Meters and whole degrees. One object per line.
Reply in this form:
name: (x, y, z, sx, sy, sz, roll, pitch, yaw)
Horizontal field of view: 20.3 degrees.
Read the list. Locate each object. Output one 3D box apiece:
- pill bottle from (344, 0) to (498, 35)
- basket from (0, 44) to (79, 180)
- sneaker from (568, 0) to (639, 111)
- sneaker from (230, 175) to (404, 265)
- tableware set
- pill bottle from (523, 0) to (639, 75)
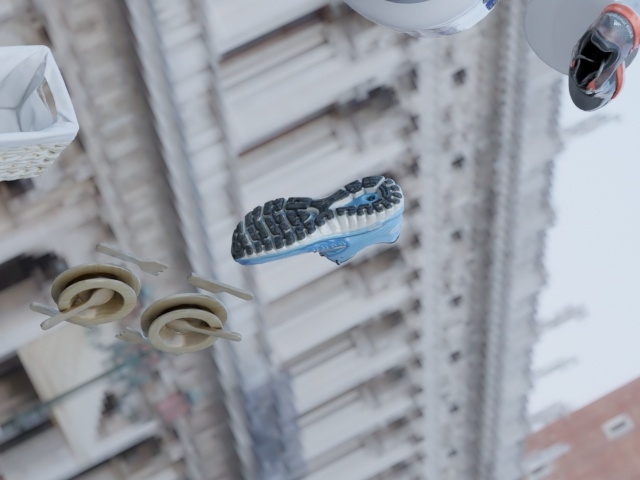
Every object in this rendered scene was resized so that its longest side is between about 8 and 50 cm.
pill bottle: (0.079, -0.243, 1.445, 0.152, 0.152, 0.272, 63, 9, 0)
basket: (-0.355, -0.126, 1.856, 0.103, 0.167, 0.113, -47, -121, 48)
sneaker: (0.252, -0.163, 1.680, 0.061, 0.065, 0.158, 42, -24, 16)
sneaker: (0.000, 0.000, 1.605, 0.063, 0.162, 0.073, -102, 179, -46)
tableware set: (-0.175, 0.074, 1.748, 0.194, 0.128, 0.039, 21, 45, -36)
pill bottle: (0.339, -0.326, 2.086, 0.161, 0.283, 0.161, 16, -41, 14)
